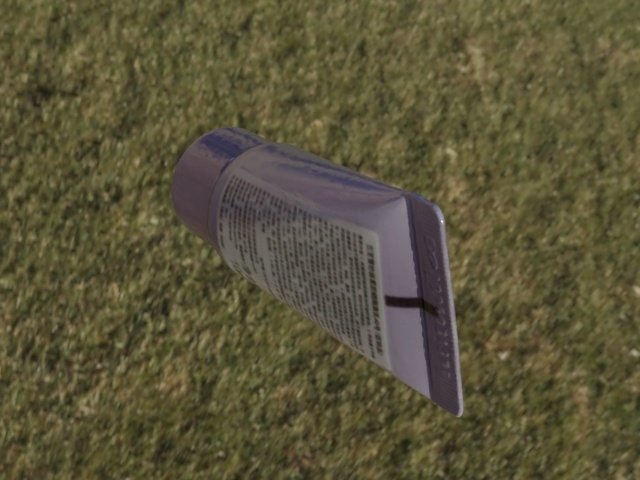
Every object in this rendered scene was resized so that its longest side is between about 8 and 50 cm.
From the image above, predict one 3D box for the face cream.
[{"bbox_3d":[0.000,0.000,0.796,0.096,0.154,0.274,-23,33,-27],"label":"face cream"}]
